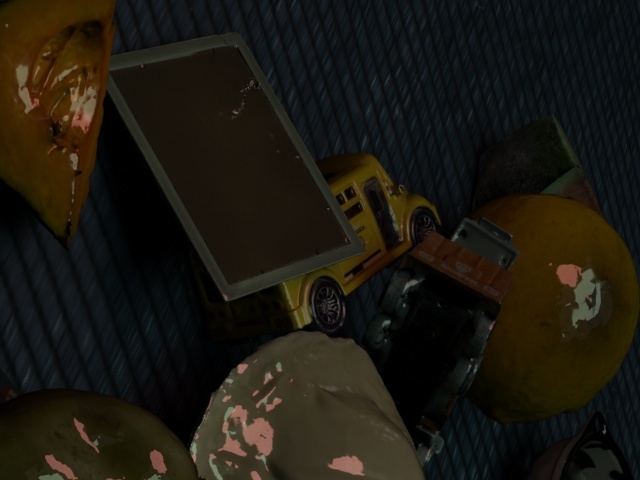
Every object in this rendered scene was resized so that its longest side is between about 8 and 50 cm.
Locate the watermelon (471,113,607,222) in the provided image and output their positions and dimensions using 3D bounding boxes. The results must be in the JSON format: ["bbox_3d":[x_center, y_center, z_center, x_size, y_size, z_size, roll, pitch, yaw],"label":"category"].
[{"bbox_3d":[0.326,-0.032,2.541,0.256,0.193,0.140,38,25,-44],"label":"watermelon"}]

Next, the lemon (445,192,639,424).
[{"bbox_3d":[0.273,0.085,2.323,0.297,0.297,0.297,10,78,-56],"label":"lemon"}]

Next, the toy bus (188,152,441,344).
[{"bbox_3d":[0.000,0.000,2.039,0.331,0.145,0.151,-36,109,-50],"label":"toy bus"}]

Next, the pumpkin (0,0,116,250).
[{"bbox_3d":[-0.279,-0.132,1.700,0.130,0.149,0.254,-135,-125,-78],"label":"pumpkin"}]

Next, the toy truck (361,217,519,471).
[{"bbox_3d":[0.120,0.139,2.081,0.184,0.133,0.338,-49,165,-53],"label":"toy truck"}]

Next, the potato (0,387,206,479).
[{"bbox_3d":[-0.261,0.232,1.568,0.351,0.218,0.202,6,52,-41],"label":"potato"}]

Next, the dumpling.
[{"bbox_3d":[-0.020,0.262,1.841,0.315,0.233,0.395,49,51,-38],"label":"dumpling"}]

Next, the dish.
[{"bbox_3d":[0.345,0.405,2.533,0.303,0.120,0.303,10,78,-56],"label":"dish"}]

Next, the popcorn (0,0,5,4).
[{"bbox_3d":[-0.299,-0.245,1.694,0.084,0.084,0.084,10,78,-56],"label":"popcorn"}]

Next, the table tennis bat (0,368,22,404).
[{"bbox_3d":[-0.249,0.223,1.754,0.301,0.022,0.173,58,43,-38],"label":"table tennis bat"}]

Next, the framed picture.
[{"bbox_3d":[-0.097,-0.083,1.886,0.231,0.018,0.293,-18,75,-47],"label":"framed picture"}]
